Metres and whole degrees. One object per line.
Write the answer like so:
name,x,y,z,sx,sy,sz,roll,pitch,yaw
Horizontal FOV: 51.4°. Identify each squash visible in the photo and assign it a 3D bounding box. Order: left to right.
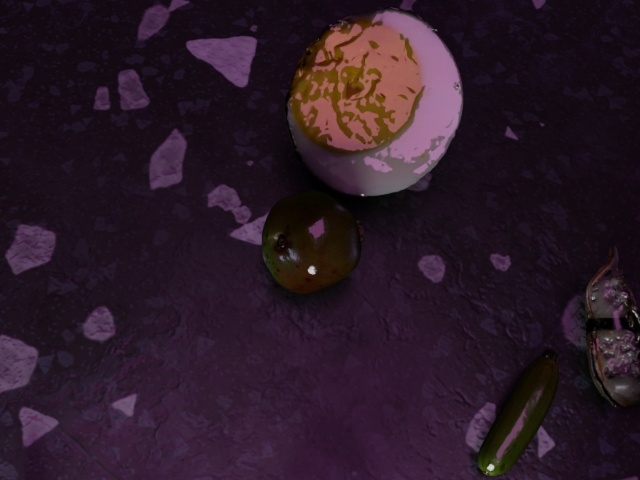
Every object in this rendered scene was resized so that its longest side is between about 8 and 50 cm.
squash,0.339,0.280,1.103,0.066,0.066,0.252,34,69,10

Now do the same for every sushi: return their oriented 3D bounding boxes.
sushi,0.499,0.151,1.147,0.109,0.134,0.272,-19,77,22

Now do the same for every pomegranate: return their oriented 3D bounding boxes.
pomegranate,0.000,0.000,1.160,0.210,0.180,0.180,-13,63,-50

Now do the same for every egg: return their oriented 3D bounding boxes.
egg,0.101,-0.244,1.236,0.337,0.201,0.336,0,92,7
